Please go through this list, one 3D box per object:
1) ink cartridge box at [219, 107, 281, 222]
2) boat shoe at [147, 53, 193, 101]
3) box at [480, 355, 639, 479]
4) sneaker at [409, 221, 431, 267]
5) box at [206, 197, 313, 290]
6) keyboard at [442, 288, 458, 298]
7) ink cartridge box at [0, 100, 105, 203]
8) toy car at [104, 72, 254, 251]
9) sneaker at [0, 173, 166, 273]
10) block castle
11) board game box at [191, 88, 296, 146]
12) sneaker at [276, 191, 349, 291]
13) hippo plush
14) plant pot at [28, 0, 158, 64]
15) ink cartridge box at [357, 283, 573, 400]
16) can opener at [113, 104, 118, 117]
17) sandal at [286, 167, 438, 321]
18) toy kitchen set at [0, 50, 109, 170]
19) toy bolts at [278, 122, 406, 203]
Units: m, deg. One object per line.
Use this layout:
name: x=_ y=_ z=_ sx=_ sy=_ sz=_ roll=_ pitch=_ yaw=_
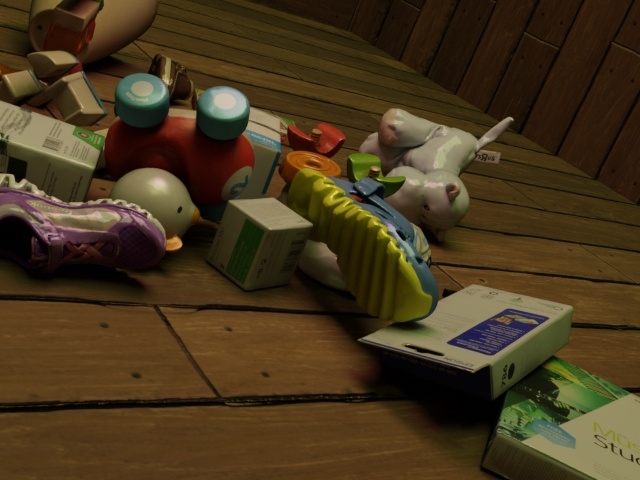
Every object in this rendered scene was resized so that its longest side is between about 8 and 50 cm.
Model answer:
ink cartridge box: x=-0.126 y=-0.124 z=1.510 sx=0.086 sy=0.148 sz=0.203 roll=19 pitch=20 yaw=-9
boat shoe: x=-0.312 y=-0.339 z=1.958 sx=0.095 sy=0.095 sz=0.257 roll=23 pitch=18 yaw=-19
box: x=0.338 y=0.250 z=1.178 sx=0.232 sy=0.058 sz=0.322 roll=26 pitch=18 yaw=9
sneaker: x=0.144 y=0.033 z=1.501 sx=0.086 sy=0.085 sz=0.237 roll=29 pitch=22 yaw=-4
box: x=-0.085 y=0.003 z=1.293 sx=0.087 sy=0.101 sz=0.102 roll=35 pitch=23 yaw=30
keyboard: x=0.266 y=0.133 z=1.463 sx=0.108 sy=0.023 sz=0.180 roll=12 pitch=20 yaw=-45
ink cartridge box: x=-0.417 y=-0.121 z=1.274 sx=0.209 sy=0.086 sz=0.153 roll=19 pitch=20 yaw=-14
toy car: x=-0.204 y=-0.061 z=1.254 sx=0.210 sy=0.219 sz=0.237 roll=9 pitch=53 yaw=-4
sneaker: x=-0.303 y=-0.001 z=1.098 sx=0.237 sy=0.095 sz=0.104 roll=13 pitch=28 yaw=-12
block castle: x=-0.519 y=-0.488 z=1.588 sx=0.303 sy=0.453 sz=0.212 roll=19 pitch=28 yaw=-7
board game box: x=-0.153 y=-0.264 z=2.026 sx=0.260 sy=0.039 sz=0.124 roll=19 pitch=20 yaw=-19
sneaker: x=0.000 y=0.000 z=1.407 sx=0.212 sy=0.094 sz=0.080 roll=32 pitch=20 yaw=24
hippo plush: x=0.217 y=-0.102 z=1.836 sx=0.294 sy=0.234 sz=0.236 roll=7 pitch=51 yaw=-1
plant pot: x=-0.501 y=-0.480 z=1.943 sx=0.257 sy=0.256 sz=0.274 roll=21 pitch=36 yaw=-6
ink cartridge box: x=0.201 y=0.135 z=1.229 sx=0.165 sy=0.065 sz=0.333 roll=13 pitch=16 yaw=34
can opener: x=-0.282 y=-0.144 z=1.456 sx=0.186 sy=0.059 sz=0.073 roll=59 pitch=-11 yaw=15
sandal: x=0.079 y=-0.006 z=1.282 sx=0.138 sy=0.126 sz=0.317 roll=-3 pitch=37 yaw=-30
toy kitchen set: x=-0.420 y=-0.191 z=1.499 sx=0.207 sy=0.166 sz=0.122 roll=61 pitch=23 yaw=-2
toy bolts: x=-0.008 y=-0.080 z=1.533 sx=0.218 sy=0.158 sz=0.228 roll=-4 pitch=33 yaw=-36
